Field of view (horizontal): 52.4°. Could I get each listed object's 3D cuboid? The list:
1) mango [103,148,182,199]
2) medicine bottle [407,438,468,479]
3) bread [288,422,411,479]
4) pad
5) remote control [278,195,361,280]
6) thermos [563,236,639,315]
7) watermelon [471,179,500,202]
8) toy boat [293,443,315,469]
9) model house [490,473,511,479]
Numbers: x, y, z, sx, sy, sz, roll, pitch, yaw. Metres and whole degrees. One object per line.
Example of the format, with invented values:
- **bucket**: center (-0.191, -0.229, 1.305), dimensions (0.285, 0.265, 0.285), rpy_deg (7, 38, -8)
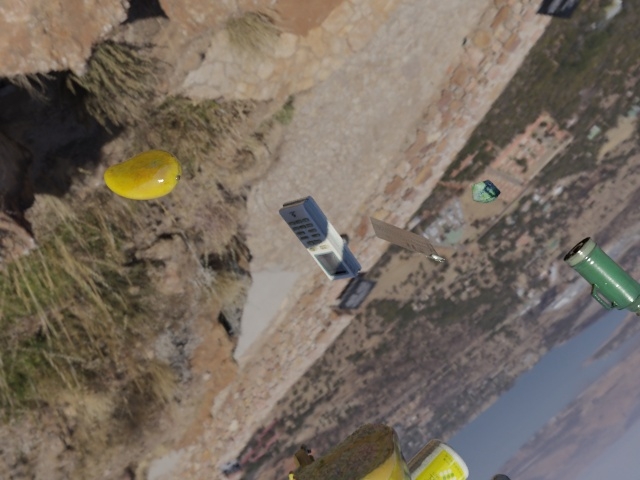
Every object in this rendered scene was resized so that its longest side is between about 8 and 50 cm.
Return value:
- **mango**: center (-0.368, -0.135, 1.349), dimensions (0.161, 0.103, 0.076), rpy_deg (-8, 165, 1)
- **medicine bottle**: center (0.277, 0.685, 1.801), dimensions (0.258, 0.143, 0.143), rpy_deg (-37, 153, -22)
- **bread**: center (0.055, 0.351, 0.878), dimensions (0.158, 0.156, 0.260), rpy_deg (-27, -179, -19)
- **pad**: center (0.197, -0.009, 1.526), dimensions (0.265, 0.159, 0.009), rpy_deg (-88, -162, -78)
- **remote control**: center (0.000, 0.000, 1.849), dimensions (0.103, 0.277, 0.055), rpy_deg (-12, -147, 43)
- **thermos**: center (0.601, 0.083, 1.353), dimensions (0.073, 0.187, 0.083), rpy_deg (-50, 173, 37)
- **watermelon**: center (0.503, -0.162, 2.000), dimensions (0.084, 0.072, 0.092), rpy_deg (-6, 141, -5)
- **toy boat**: center (-0.025, 0.512, 1.467), dimensions (0.049, 0.149, 0.047), rpy_deg (-9, 108, -15)
- **model house**: center (0.335, 0.533, 0.903), dimensions (0.382, 0.342, 0.334), rpy_deg (11, 115, -4)
